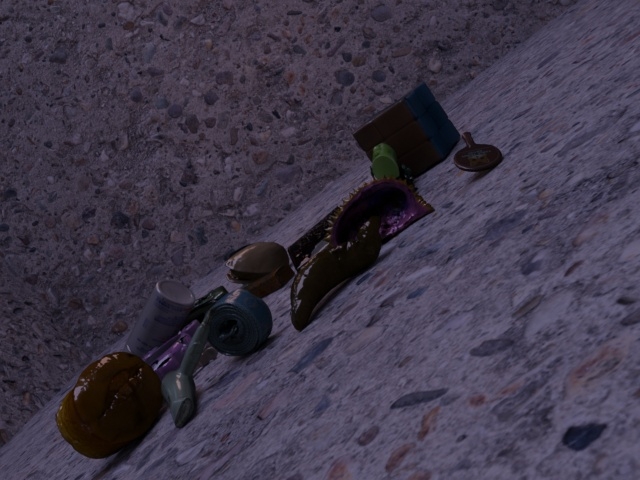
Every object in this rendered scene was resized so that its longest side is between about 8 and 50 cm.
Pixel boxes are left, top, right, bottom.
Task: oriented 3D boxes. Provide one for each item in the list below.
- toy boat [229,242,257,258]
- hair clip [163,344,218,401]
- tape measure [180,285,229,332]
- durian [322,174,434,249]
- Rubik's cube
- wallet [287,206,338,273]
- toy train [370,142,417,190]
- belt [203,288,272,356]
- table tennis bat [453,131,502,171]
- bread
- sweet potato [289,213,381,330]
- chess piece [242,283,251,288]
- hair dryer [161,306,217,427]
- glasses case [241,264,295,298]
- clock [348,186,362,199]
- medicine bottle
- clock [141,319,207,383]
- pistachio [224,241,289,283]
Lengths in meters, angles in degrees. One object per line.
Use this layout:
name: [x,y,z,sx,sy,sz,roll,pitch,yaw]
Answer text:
toy boat: [-0.243,0.075,2.400,0.296,0.122,0.114,-8,48,55]
hair clip: [-0.345,0.343,1.650,0.226,0.034,0.072,-42,10,-26]
tape measure: [-0.363,0.232,2.081,0.207,0.115,0.235,-36,8,-6]
durian: [0.123,-0.046,1.596,0.260,0.153,0.186,-30,-17,0]
Rubik's cube: [0.278,-0.335,2.105,0.221,0.224,0.231,-30,10,35]
wallet: [0.000,0.000,2.007,0.221,0.071,0.262,-36,15,2]
toy train: [0.198,-0.206,1.919,0.105,0.157,0.253,-31,13,14]
belt: [-0.188,0.189,1.471,0.082,0.148,0.163,-44,-19,-50]
table tennis bat: [0.368,-0.166,1.555,0.107,0.119,0.170,-11,36,6]
bread: [-0.469,0.367,1.494,0.142,0.195,0.269,-45,2,19]
sweet potato: [0.026,0.063,1.430,0.310,0.098,0.124,-43,16,-16]
chess piece: [-0.255,0.130,2.218,0.067,0.103,0.067,-36,7,6]
hair dryer: [-0.268,0.255,1.403,0.237,0.075,0.206,-68,17,-3]
glasses case: [-0.175,0.138,2.018,0.218,0.049,0.075,-30,12,44]
clock: [0.121,-0.091,1.881,0.117,0.080,0.176,-36,20,7]
medicine bottle: [-0.509,0.290,2.011,0.341,0.130,0.130,-60,1,18]
clock: [-0.427,0.343,1.825,0.227,0.090,0.248,-35,10,18]
pistachio: [-0.206,0.074,2.156,0.223,0.126,0.152,-13,35,-24]
